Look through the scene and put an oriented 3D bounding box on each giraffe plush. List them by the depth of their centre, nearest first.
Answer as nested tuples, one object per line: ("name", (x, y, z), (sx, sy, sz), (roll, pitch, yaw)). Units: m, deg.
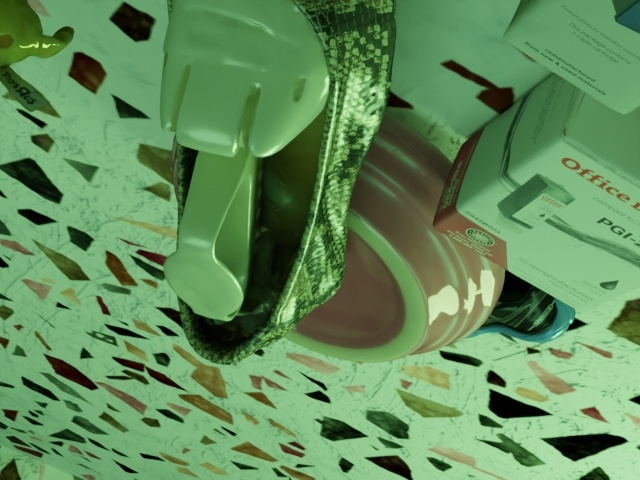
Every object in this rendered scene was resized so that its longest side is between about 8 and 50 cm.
("giraffe plush", (-0.291, -0.219, 1.166), (0.210, 0.181, 0.170), (27, 136, 18))

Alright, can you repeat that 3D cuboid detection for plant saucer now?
("plant saucer", (0.000, 0.000, 1.342), (0.332, 0.084, 0.332), (23, 146, 16))

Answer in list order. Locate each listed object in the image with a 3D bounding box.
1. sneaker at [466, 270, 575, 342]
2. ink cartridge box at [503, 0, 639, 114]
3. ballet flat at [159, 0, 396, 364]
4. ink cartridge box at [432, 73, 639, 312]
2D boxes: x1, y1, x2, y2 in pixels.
("sneaker", (0.156, 0.052, 1.416), (0.188, 0.067, 0.078), (-1, 124, 45))
("ink cartridge box", (0.204, -0.183, 0.781), (0.093, 0.154, 0.212), (31, 155, -12))
("ballet flat", (-0.047, -0.071, 1.063), (0.164, 0.182, 0.483), (24, 142, 15))
("ink cartridge box", (0.208, -0.040, 1.137), (0.158, 0.092, 0.218), (29, 153, -11))
